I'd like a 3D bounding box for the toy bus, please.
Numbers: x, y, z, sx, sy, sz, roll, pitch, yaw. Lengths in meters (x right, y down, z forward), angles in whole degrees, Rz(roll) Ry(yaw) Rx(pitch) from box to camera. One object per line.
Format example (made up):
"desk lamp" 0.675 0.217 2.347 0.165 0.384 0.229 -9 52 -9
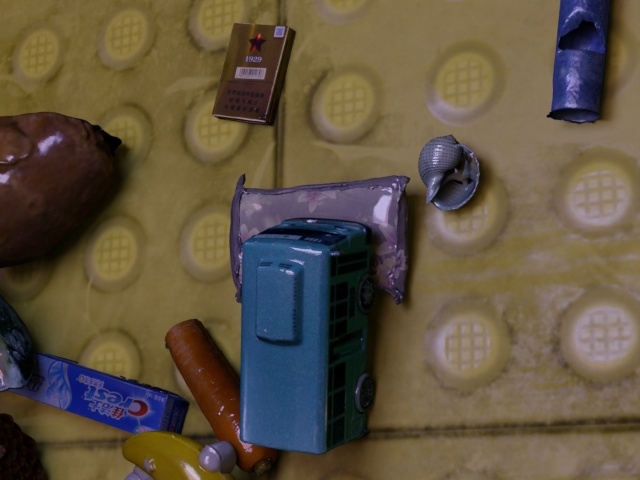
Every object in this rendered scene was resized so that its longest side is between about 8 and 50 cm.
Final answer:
"toy bus" -0.018 0.107 1.501 0.128 0.147 0.255 5 99 27

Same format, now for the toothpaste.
"toothpaste" -0.299 0.202 1.719 0.272 0.053 0.066 13 84 31

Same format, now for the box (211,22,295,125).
"box" -0.089 -0.220 1.724 0.090 0.023 0.133 8 82 29

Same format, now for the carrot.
"carrot" -0.121 0.195 1.612 0.067 0.067 0.225 -45 59 13

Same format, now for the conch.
"conch" 0.151 -0.080 1.534 0.076 0.056 0.085 13 105 12

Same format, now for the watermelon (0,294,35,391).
"watermelon" -0.543 0.118 1.720 0.320 0.289 0.213 32 87 40

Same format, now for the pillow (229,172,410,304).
"pillow" 0.000 0.000 1.597 0.255 0.059 0.169 0 88 29

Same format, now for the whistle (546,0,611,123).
"whistle" 0.304 -0.287 1.496 0.062 0.062 0.304 2 79 30

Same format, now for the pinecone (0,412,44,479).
"pinecone" -0.475 0.315 1.716 0.208 0.208 0.207 -8 74 28

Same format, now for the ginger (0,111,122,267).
"ginger" -0.417 -0.067 1.767 0.269 0.200 0.222 9 81 31

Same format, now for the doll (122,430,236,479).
"doll" -0.171 0.338 1.573 0.237 0.111 0.252 41 122 15
